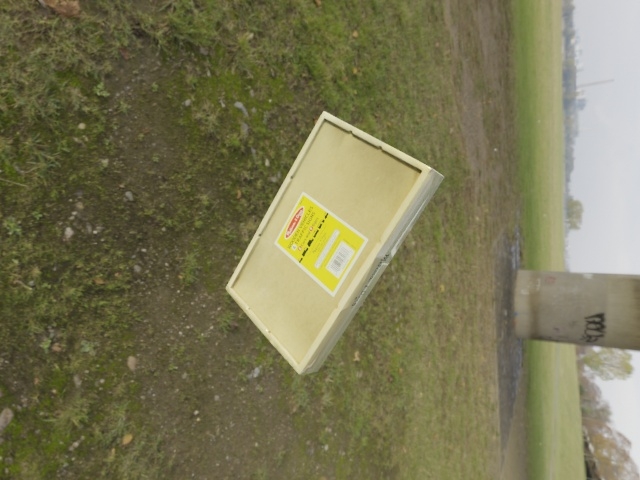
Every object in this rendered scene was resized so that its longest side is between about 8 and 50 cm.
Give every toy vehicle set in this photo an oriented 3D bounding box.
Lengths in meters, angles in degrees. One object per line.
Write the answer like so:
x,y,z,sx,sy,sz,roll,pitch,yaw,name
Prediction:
0.000,0.000,0.478,0.035,0.166,0.266,13,112,-53,toy vehicle set
